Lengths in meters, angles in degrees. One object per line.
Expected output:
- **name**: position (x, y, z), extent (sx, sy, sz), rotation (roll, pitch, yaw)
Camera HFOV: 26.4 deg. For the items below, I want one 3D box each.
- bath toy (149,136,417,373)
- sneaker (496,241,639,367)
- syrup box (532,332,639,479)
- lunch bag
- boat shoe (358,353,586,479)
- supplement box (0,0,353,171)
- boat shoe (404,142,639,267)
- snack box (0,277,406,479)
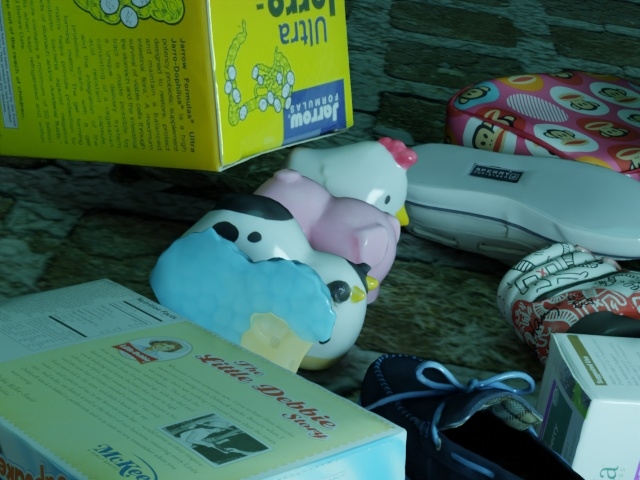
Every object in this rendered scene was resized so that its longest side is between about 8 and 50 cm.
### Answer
- **bath toy**: position (0.000, 0.000, 1.089), extent (0.129, 0.151, 0.348), rotation (-29, 8, 24)
- **sneaker**: position (0.277, 0.050, 1.124), extent (0.270, 0.090, 0.145), rotation (-7, 31, -27)
- **syrup box**: position (0.270, 0.130, 0.935), extent (0.237, 0.093, 0.096), rotation (4, 24, -11)
- **lunch bag**: position (0.291, -0.080, 1.388), extent (0.293, 0.120, 0.258), rotation (-12, 32, -41)
- **boat shoe**: position (0.116, 0.131, 0.882), extent (0.109, 0.089, 0.258), rotation (-7, 28, -33)
- **supplement box**: position (-0.173, -0.185, 1.258), extent (0.357, 0.195, 0.194), rotation (6, 18, 35)
- **boat shoe**: position (0.185, -0.016, 1.233), extent (0.268, 0.088, 0.096), rotation (11, 42, 26)
- **snack box**: position (-0.124, 0.107, 0.836), extent (0.187, 0.060, 0.322), rotation (-12, 22, -39)
